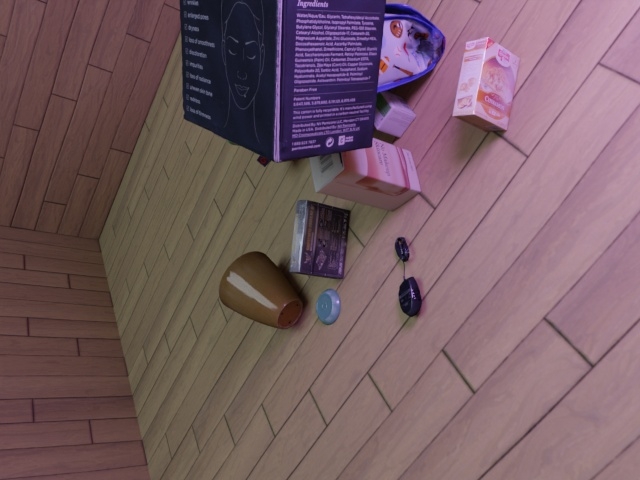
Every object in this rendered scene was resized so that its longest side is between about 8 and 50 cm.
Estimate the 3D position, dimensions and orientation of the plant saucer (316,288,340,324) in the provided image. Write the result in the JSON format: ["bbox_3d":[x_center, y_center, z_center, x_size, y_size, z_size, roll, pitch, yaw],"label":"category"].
[{"bbox_3d":[0.020,0.217,1.767,0.119,0.021,0.119,-16,69,49],"label":"plant saucer"}]

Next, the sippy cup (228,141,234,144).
[{"bbox_3d":[-0.269,-0.500,2.153,0.240,0.224,0.305,42,114,48],"label":"sippy cup"}]

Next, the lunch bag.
[{"bbox_3d":[0.117,-0.554,1.551,0.328,0.386,0.238,27,129,48],"label":"lunch bag"}]

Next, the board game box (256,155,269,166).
[{"bbox_3d":[-0.094,-0.434,1.960,0.347,0.056,0.208,-47,3,34],"label":"board game box"}]

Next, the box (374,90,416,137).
[{"bbox_3d":[0.208,-0.380,1.610,0.087,0.102,0.101,-54,45,32],"label":"box"}]

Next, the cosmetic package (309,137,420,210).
[{"bbox_3d":[0.126,-0.197,1.511,0.129,0.296,0.153,-34,57,42],"label":"cosmetic package"}]

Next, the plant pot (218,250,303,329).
[{"bbox_3d":[-0.189,0.196,1.898,0.254,0.237,0.237,31,106,37],"label":"plant pot"}]

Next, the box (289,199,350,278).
[{"bbox_3d":[0.000,0.000,1.716,0.056,0.183,0.230,-3,80,52],"label":"box"}]

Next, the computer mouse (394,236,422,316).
[{"bbox_3d":[0.246,0.098,1.503,0.071,0.041,0.242,131,141,-56],"label":"computer mouse"}]

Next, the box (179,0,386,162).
[{"bbox_3d":[-0.110,-0.487,1.288,0.480,0.297,0.471,32,128,45],"label":"box"}]

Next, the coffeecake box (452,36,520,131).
[{"bbox_3d":[0.407,-0.376,1.319,0.068,0.142,0.185,10,89,52],"label":"coffeecake box"}]
